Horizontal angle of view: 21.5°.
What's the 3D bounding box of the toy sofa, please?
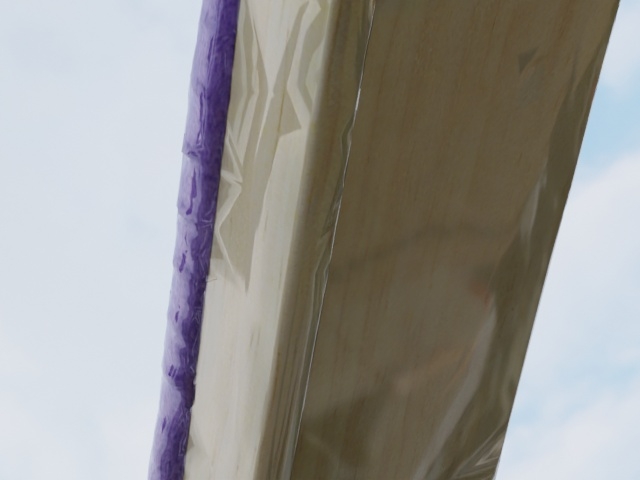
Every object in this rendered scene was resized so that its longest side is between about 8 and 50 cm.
[{"bbox_3d":[0.000,0.000,0.534,0.150,0.177,0.363,-23,-42,-35],"label":"toy sofa"}]
